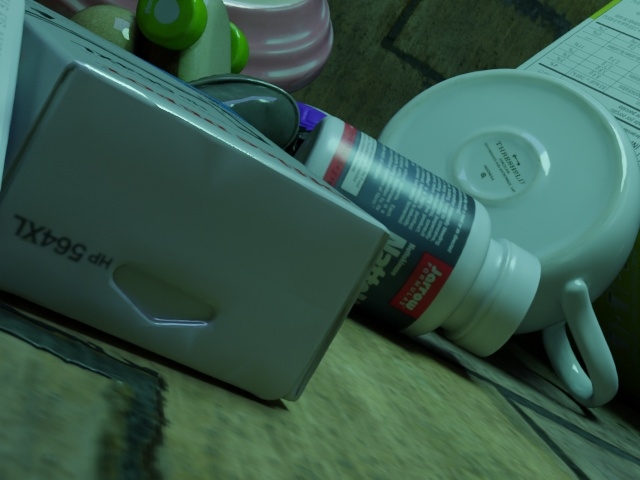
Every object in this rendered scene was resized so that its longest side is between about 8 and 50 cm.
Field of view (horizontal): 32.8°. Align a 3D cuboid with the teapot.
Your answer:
[{"bbox_3d":[0.163,-0.009,0.960,0.252,0.256,0.187,13,-29,20],"label":"teapot"}]

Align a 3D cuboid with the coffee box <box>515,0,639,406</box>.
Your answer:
[{"bbox_3d":[0.406,-0.040,1.148,0.338,0.334,0.337,37,-26,39],"label":"coffee box"}]

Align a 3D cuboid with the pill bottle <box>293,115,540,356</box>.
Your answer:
[{"bbox_3d":[0.055,0.003,0.748,0.180,0.108,0.108,29,7,-9],"label":"pill bottle"}]

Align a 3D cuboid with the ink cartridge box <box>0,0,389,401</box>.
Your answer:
[{"bbox_3d":[-0.083,-0.030,0.474,0.148,0.086,0.203,27,7,-31],"label":"ink cartridge box"}]

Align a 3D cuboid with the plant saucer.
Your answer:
[{"bbox_3d":[-0.131,-0.275,1.093,0.332,0.084,0.332,18,37,-14],"label":"plant saucer"}]

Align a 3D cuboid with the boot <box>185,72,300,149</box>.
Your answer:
[{"bbox_3d":[-0.067,-0.061,0.710,0.189,0.076,0.208,-6,16,-24],"label":"boot"}]

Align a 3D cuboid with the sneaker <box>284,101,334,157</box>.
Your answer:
[{"bbox_3d":[0.000,-0.074,1.124,0.293,0.102,0.146,33,8,23],"label":"sneaker"}]

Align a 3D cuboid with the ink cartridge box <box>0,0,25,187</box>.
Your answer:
[{"bbox_3d":[-0.163,-0.042,0.312,0.145,0.045,0.179,27,39,-31],"label":"ink cartridge box"}]

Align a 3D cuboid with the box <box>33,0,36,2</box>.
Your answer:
[{"bbox_3d":[-0.303,-0.227,1.129,0.231,0.056,0.183,33,7,19],"label":"box"}]

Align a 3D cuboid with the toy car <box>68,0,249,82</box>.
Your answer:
[{"bbox_3d":[-0.170,-0.135,0.902,0.188,0.149,0.155,3,-2,11],"label":"toy car"}]
